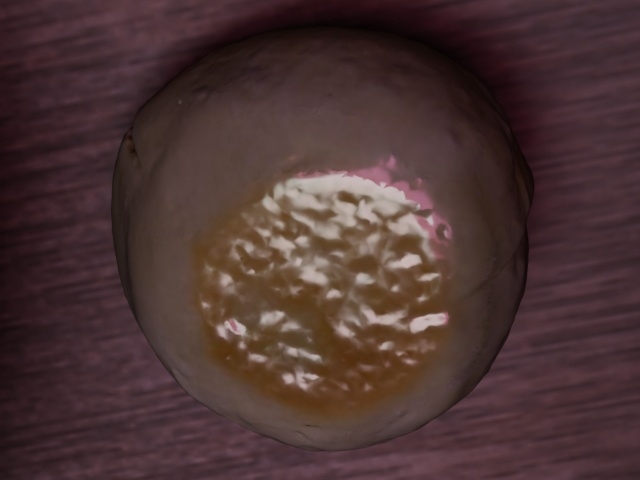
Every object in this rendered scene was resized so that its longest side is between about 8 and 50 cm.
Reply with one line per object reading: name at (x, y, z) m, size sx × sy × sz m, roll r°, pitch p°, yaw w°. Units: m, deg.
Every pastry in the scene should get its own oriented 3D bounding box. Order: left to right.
pastry at (0.000, 0.000, 0.670) m, size 0.156 × 0.092 × 0.156 m, roll 2°, pitch 110°, yaw 6°
